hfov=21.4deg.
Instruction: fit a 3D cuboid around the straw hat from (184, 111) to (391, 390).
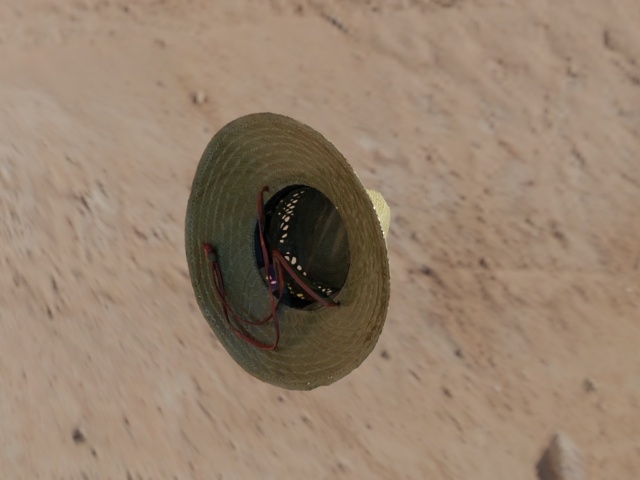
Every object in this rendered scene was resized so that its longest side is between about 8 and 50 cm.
[{"bbox_3d":[0.000,0.000,0.831,0.061,0.144,0.144,-18,101,-43],"label":"straw hat"}]
